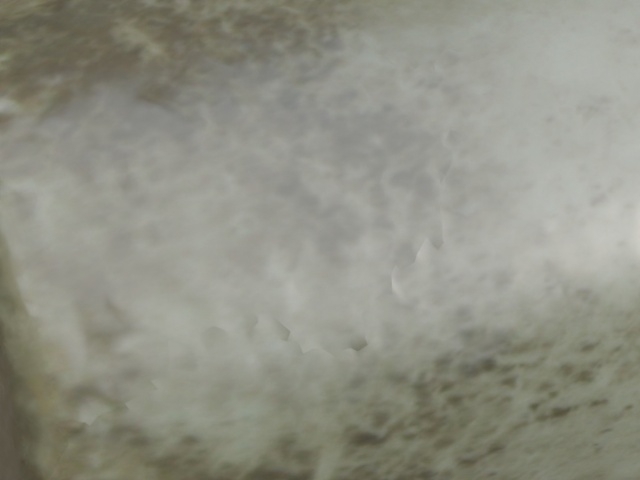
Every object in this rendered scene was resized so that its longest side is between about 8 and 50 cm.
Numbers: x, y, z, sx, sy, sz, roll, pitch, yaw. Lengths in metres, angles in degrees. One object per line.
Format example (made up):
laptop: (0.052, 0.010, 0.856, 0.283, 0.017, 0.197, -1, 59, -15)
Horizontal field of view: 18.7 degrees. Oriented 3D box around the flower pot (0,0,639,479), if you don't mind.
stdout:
flower pot: (0.000, 0.000, 0.764, 0.330, 0.293, 0.293, -14, 61, -23)
